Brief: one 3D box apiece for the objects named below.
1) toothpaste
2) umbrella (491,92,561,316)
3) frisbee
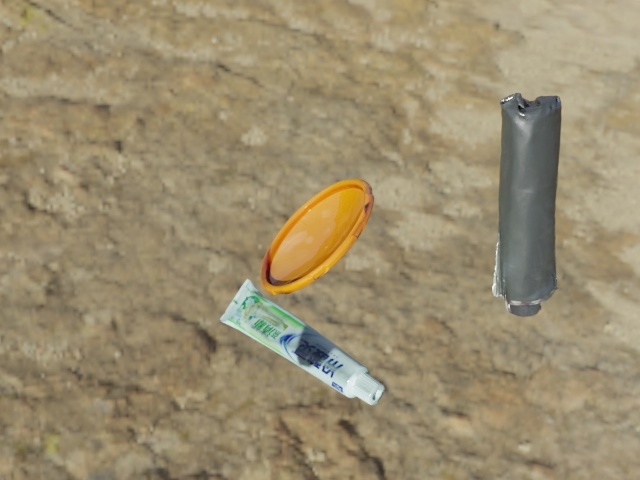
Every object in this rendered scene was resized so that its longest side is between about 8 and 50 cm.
[{"bbox_3d":[-0.028,0.147,1.625,0.296,0.048,0.075,30,86,36],"label":"toothpaste"},{"bbox_3d":[0.119,-0.019,0.658,0.036,0.133,0.031,10,25,26],"label":"umbrella"},{"bbox_3d":[0.000,0.000,1.489,0.192,0.035,0.192,-35,26,21],"label":"frisbee"}]
